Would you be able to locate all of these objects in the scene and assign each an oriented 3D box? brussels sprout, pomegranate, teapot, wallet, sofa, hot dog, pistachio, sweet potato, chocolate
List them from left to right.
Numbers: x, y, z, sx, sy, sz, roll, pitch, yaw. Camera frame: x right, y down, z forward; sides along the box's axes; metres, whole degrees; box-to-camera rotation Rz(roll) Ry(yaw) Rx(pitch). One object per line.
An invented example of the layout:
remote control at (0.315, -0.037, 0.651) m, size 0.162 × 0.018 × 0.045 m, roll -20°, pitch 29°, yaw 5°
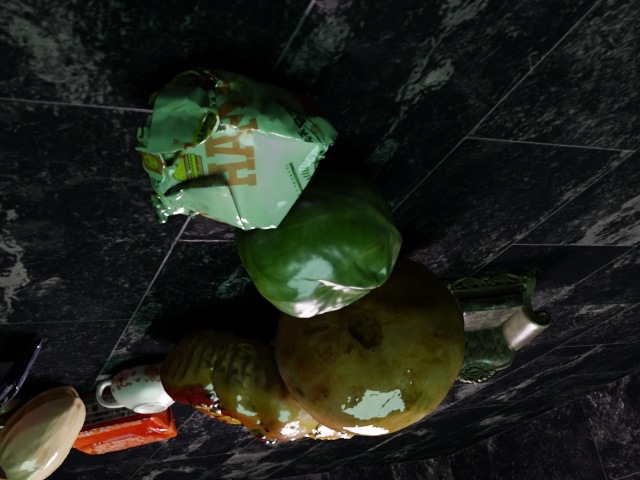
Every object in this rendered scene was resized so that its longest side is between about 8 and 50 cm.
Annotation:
sweet potato at (-0.731, 0.343, 1.707) m, size 0.281 × 0.059 × 0.067 m, roll 12°, pitch 155°, yaw -40°
wallet at (-0.580, 0.253, 1.532) m, size 0.030 × 0.111 × 0.166 m, roll 31°, pitch 140°, yaw -18°
pistachio at (-0.608, 0.427, 1.769) m, size 0.229 × 0.157 × 0.157 m, roll -55°, pitch 157°, yaw -11°
chocolate at (-0.493, 0.435, 1.964) m, size 0.237 × 0.108 × 0.235 m, roll -12°, pitch 156°, yaw 2°
teapot at (-0.393, 0.326, 1.793) m, size 0.245 × 0.116 × 0.159 m, roll -11°, pitch 168°, yaw 12°
hot dog at (-0.132, 0.301, 1.635) m, size 0.367 × 0.196 × 0.365 m, roll 9°, pitch 162°, yaw 24°
brussels sprout at (0.000, 0.000, 1.138) m, size 0.244 × 0.244 × 0.244 m, roll -10°, pitch 156°, yaw -5°
pomegranate at (0.086, 0.184, 1.446) m, size 0.338 × 0.338 × 0.338 m, roll -10°, pitch 156°, yaw -5°
sofa at (0.344, 0.191, 1.728) m, size 0.258 × 0.182 × 0.200 m, roll -4°, pitch 154°, yaw -16°

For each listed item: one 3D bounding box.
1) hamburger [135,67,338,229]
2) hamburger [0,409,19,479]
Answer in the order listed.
hamburger at (-0.120, -0.101, 0.952) m, size 0.214 × 0.125 × 0.235 m, roll 12°, pitch 143°, yaw -32°
hamburger at (-0.740, 0.480, 1.901) m, size 0.237 × 0.147 × 0.237 m, roll -7°, pitch 143°, yaw -5°
